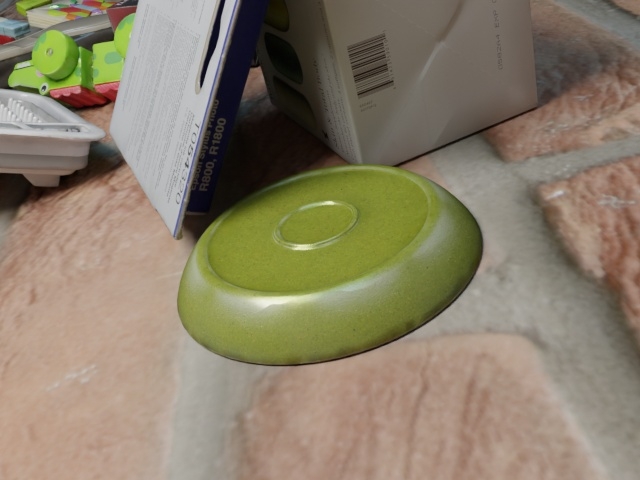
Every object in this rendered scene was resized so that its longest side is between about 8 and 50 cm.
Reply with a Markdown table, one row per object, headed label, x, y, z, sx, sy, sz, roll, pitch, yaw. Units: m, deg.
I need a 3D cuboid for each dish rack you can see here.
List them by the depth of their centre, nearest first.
| label | x | y | z | sx | sy | sz | roll | pitch | yaw |
| --- | --- | --- | --- | --- | --- | --- | --- | --- | --- |
| dish rack | -0.433 | -0.132 | 0.861 | 0.285 | 0.072 | 0.333 | -2 | 20 | -34 |

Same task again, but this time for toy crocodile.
| label | x | y | z | sx | sy | sz | roll | pitch | yaw |
| --- | --- | --- | --- | --- | --- | --- | --- | --- | --- |
| toy crocodile | -0.293 | -0.239 | 1.035 | 0.340 | 0.105 | 0.115 | -5 | -10 | 20 |

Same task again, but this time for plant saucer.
| label | x | y | z | sx | sy | sz | roll | pitch | yaw |
| --- | --- | --- | --- | --- | --- | --- | --- | --- | --- |
| plant saucer | 0.000 | 0.000 | 0.560 | 0.240 | 0.037 | 0.241 | -12 | 30 | 7 |

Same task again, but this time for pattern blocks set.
| label | x | y | z | sx | sy | sz | roll | pitch | yaw |
| --- | --- | --- | --- | --- | --- | --- | --- | --- | --- |
| pattern blocks set | -0.464 | -0.447 | 1.438 | 0.285 | 0.026 | 0.325 | 9 | 33 | 7 |

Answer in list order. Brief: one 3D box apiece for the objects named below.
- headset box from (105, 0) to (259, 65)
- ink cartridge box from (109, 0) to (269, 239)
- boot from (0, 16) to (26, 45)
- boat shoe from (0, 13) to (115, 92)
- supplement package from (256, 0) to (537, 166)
| label | x | y | z | sx | sy | sz | roll | pitch | yaw |
| --- | --- | --- | --- | --- | --- | --- | --- | --- | --- |
| headset box | -0.174 | -0.363 | 1.164 | 0.293 | 0.110 | 0.218 | 6 | 36 | 32 |
| ink cartridge box | -0.109 | -0.202 | 0.688 | 0.071 | 0.324 | 0.330 | 9 | 19 | -30 |
| boot | -0.697 | -0.362 | 1.444 | 0.244 | 0.088 | 0.176 | 10 | 46 | 37 |
| boat shoe | -0.443 | -0.307 | 1.236 | 0.112 | 0.096 | 0.335 | 20 | 40 | 41 |
| supplement package | 0.055 | -0.226 | 0.745 | 0.198 | 0.199 | 0.263 | -23 | 32 | -13 |
